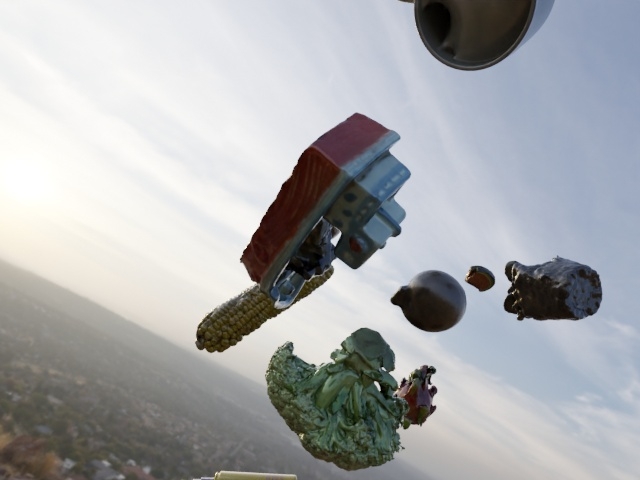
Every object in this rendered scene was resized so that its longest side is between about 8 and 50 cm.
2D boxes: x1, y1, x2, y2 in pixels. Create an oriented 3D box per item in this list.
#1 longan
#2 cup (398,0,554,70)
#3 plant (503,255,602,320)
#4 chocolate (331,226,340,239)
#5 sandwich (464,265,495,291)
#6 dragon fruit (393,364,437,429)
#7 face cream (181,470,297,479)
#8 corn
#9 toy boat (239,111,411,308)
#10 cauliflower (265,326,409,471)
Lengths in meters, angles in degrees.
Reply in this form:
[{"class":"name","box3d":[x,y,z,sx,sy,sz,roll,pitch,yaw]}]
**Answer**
[{"class":"longan","box3d":[0.171,0.095,0.767,0.119,0.106,0.106,9,-17,1]},{"class":"cup","box3d":[0.342,-0.560,1.110,0.357,0.274,0.259,23,-51,26]},{"class":"plant","box3d":[0.719,0.152,1.526,0.276,0.188,0.198,-1,-74,62]},{"class":"chocolate","box3d":[-0.004,-0.080,1.321,0.177,0.176,0.176,25,-16,8]},{"class":"sandwich","box3d":[0.405,0.094,1.221,0.101,0.026,0.069,32,-39,-28]},{"class":"dragon fruit","box3d":[0.263,0.425,1.354,0.138,0.175,0.142,12,14,-18]},{"class":"face cream","box3d":[-0.194,0.587,1.137,0.274,0.078,0.078,5,-16,-4]},{"class":"corn","box3d":[-0.117,0.126,0.999,0.097,0.320,0.097,57,-6,9]},{"class":"toy boat","box3d":[0.000,0.000,0.628,0.133,0.145,0.332,43,-41,4]},{"class":"cauliflower","box3d":[0.051,0.289,0.923,0.272,0.250,0.275,40,14,34]}]
